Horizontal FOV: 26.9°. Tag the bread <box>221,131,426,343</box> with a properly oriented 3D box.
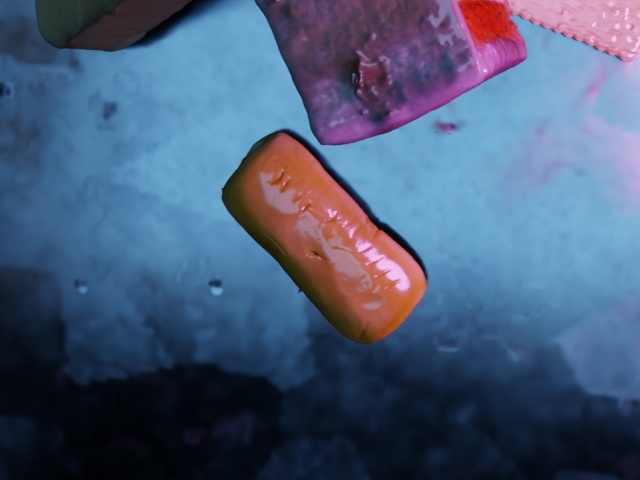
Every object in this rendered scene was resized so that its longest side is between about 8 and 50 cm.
[{"bbox_3d":[0.000,0.000,1.760,0.142,0.091,0.305,-44,93,6],"label":"bread"}]

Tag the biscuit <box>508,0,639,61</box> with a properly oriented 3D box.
[{"bbox_3d":[0.314,-0.341,1.689,0.249,0.030,0.160,22,101,3],"label":"biscuit"}]

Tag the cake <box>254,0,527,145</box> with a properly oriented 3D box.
[{"bbox_3d":[0.090,-0.261,1.583,0.230,0.309,0.237,-20,95,20],"label":"cake"}]

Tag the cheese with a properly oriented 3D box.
[{"bbox_3d":[-0.234,-0.445,1.639,0.384,0.104,0.384,1,92,48],"label":"cheese"}]
